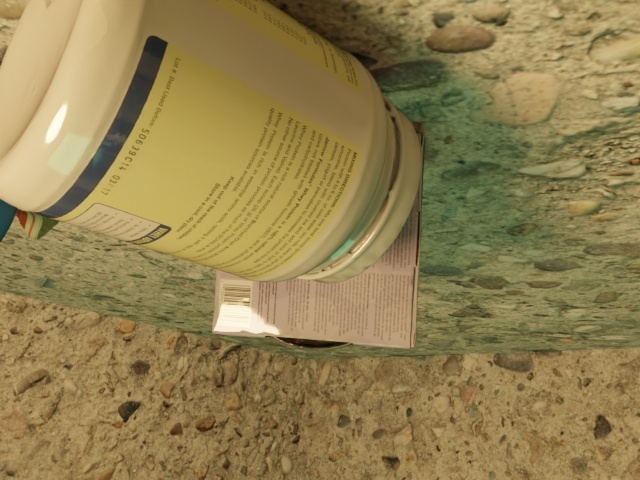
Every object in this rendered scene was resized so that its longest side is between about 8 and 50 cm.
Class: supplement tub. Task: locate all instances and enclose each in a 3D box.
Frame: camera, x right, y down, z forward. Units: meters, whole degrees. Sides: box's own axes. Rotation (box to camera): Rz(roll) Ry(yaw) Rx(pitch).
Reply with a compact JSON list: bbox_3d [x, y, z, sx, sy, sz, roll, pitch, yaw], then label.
[{"bbox_3d":[-0.091,-0.096,0.579,0.324,0.235,0.235,21,157,-38],"label":"supplement tub"}]

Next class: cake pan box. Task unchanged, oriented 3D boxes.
[{"bbox_3d":[0.000,0.000,0.796,0.245,0.267,0.070,1,175,13],"label":"cake pan box"}]

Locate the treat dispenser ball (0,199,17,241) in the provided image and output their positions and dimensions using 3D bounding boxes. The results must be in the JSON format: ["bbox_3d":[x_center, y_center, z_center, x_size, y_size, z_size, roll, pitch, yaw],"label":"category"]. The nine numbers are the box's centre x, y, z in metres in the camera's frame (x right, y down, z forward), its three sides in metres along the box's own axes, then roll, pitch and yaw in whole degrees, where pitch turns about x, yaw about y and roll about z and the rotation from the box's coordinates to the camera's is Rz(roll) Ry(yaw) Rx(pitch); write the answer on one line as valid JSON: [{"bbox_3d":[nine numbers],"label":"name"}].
[{"bbox_3d":[-0.479,-0.074,0.708,0.288,0.288,0.288,6,162,2],"label":"treat dispenser ball"}]

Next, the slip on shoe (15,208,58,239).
[{"bbox_3d":[-0.430,-0.084,0.991,0.101,0.123,0.331,42,162,-4],"label":"slip on shoe"}]
